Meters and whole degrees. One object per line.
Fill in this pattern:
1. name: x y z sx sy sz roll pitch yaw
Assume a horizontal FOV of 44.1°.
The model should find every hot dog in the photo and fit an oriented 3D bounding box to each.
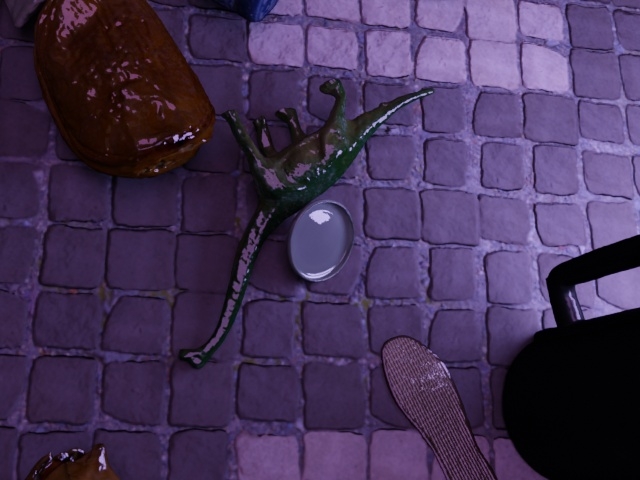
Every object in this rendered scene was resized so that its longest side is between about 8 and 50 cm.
1. hot dog: -0.255 -0.205 1.014 0.196 0.122 0.272 -29 76 -20

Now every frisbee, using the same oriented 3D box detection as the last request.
1. frisbee: 0.000 0.000 1.024 0.110 0.014 0.110 -13 110 -37

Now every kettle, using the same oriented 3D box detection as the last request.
1. kettle: 0.374 0.156 0.925 0.203 0.308 0.262 15 72 -7

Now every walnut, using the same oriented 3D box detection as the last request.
1. walnut: -0.284 0.334 0.842 0.137 0.137 0.245 27 73 -2

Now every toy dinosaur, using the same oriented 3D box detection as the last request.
1. toy dinosaur: -0.010 -0.045 1.031 0.447 0.087 0.300 -19 77 -9

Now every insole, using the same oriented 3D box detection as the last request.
1. insole: 0.157 0.235 1.018 0.086 0.005 0.253 -25 80 -17

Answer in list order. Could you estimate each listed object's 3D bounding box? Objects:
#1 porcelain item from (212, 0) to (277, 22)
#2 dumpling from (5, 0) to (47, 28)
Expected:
1. porcelain item: -0.095 -0.385 1.085 0.114 0.147 0.147 27 70 -2
2. dumpling: -0.372 -0.393 1.036 0.124 0.151 0.228 6 69 -37
